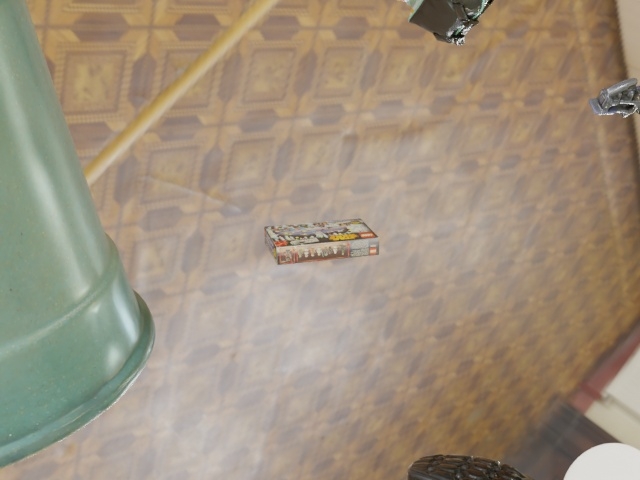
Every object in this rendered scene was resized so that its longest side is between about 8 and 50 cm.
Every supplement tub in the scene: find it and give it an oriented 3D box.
[{"bbox_3d":[0.218,0.191,0.647,0.071,0.071,0.107,-51,128,-3],"label":"supplement tub"}]

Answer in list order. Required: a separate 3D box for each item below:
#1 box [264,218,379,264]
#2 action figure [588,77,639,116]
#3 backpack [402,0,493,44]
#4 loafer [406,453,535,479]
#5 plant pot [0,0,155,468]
[{"bbox_3d":[0.000,0.000,1.252,0.137,0.094,0.027,-6,109,-13],"label":"box"},{"bbox_3d":[0.539,-0.162,1.209,0.342,0.178,0.330,-7,154,-8],"label":"action figure"},{"bbox_3d":[0.189,-0.389,1.294,0.188,0.144,0.166,-59,180,-10],"label":"backpack"},{"bbox_3d":[0.181,0.254,0.853,0.076,0.223,0.078,-24,123,-61],"label":"loafer"},{"bbox_3d":[-0.338,-0.032,0.788,0.341,0.341,0.334,-25,121,-33],"label":"plant pot"}]
